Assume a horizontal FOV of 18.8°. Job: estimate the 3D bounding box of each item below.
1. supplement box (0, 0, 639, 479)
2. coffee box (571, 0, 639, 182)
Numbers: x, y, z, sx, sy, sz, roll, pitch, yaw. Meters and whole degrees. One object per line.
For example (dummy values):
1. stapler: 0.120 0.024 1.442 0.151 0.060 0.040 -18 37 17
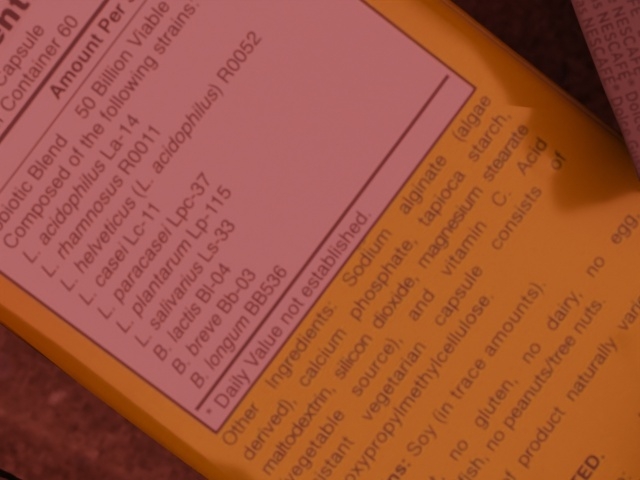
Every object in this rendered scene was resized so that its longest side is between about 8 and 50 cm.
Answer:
1. supplement box: 0.000 0.000 0.788 0.356 0.195 0.194 38 88 -5
2. coffee box: 0.262 -0.241 0.670 0.334 0.337 0.338 -19 93 34
